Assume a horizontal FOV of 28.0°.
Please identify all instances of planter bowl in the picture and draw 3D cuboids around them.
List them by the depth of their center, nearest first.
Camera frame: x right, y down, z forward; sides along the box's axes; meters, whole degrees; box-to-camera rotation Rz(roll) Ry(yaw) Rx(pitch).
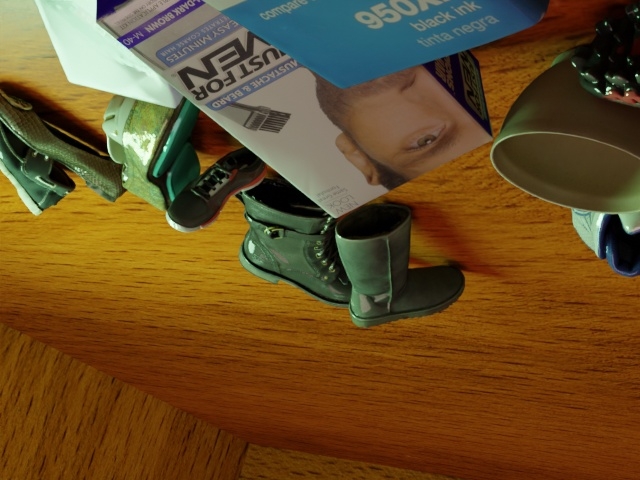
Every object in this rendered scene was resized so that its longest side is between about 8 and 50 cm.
[{"bbox_3d":[0.248,-0.107,1.176,0.162,0.109,0.162,17,162,6],"label":"planter bowl"}]

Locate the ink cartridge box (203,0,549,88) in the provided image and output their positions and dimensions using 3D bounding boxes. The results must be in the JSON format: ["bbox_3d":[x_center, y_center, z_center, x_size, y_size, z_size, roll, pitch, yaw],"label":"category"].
[{"bbox_3d":[-0.049,-0.298,0.605,0.395,0.285,0.166,29,158,-32],"label":"ink cartridge box"}]

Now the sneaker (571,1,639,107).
[{"bbox_3d":[0.339,-0.134,1.026,0.276,0.097,0.135,0,153,41],"label":"sneaker"}]

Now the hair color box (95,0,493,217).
[{"bbox_3d":[-0.014,-0.170,1.120,0.185,0.110,0.339,-26,140,26],"label":"hair color box"}]

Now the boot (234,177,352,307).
[{"bbox_3d":[0.000,0.000,1.780,0.263,0.091,0.229,12,154,-3],"label":"boot"}]

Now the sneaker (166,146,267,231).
[{"bbox_3d":[-0.132,-0.075,1.605,0.061,0.158,0.065,39,152,17],"label":"sneaker"}]

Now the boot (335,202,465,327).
[{"bbox_3d":[0.112,0.023,1.747,0.190,0.076,0.208,-20,137,-14],"label":"boot"}]

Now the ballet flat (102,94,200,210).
[{"bbox_3d":[-0.208,-0.127,1.560,0.123,0.123,0.348,18,164,-1],"label":"ballet flat"}]

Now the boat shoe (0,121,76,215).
[{"bbox_3d":[-0.427,-0.125,1.862,0.079,0.084,0.233,-22,148,1],"label":"boat shoe"}]

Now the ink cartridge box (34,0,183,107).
[{"bbox_3d":[-0.153,-0.228,1.169,0.239,0.060,0.275,16,149,19],"label":"ink cartridge box"}]

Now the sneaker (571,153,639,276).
[{"bbox_3d":[0.313,-0.019,1.345,0.112,0.131,0.296,14,163,7],"label":"sneaker"}]

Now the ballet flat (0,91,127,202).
[{"bbox_3d":[-0.354,-0.137,1.766,0.250,0.058,0.084,39,-171,-36],"label":"ballet flat"}]
